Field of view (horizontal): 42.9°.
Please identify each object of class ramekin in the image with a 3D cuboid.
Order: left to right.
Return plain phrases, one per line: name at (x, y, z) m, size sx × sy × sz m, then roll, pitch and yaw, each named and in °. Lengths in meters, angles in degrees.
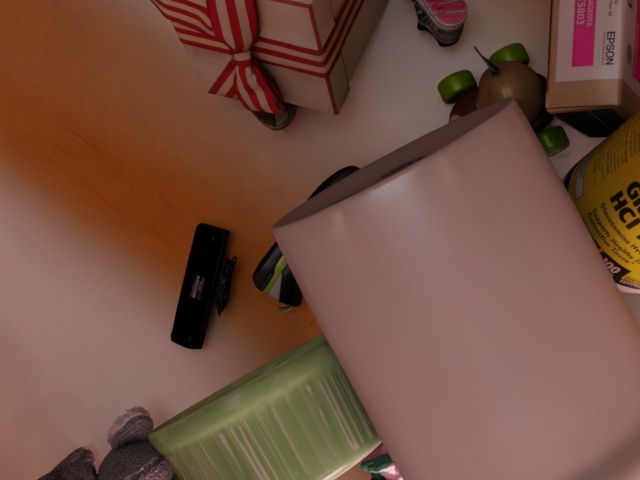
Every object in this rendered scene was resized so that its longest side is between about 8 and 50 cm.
ramekin at (-0.054, 0.240, 1.055) m, size 0.303 × 0.303 × 0.148 m, roll -30°, pitch 86°, yaw 15°

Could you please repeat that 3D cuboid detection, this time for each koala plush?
koala plush at (-0.300, 0.371, 1.196) m, size 0.221 × 0.203 × 0.196 m, roll -33°, pitch 78°, yaw 2°

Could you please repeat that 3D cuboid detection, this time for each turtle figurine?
turtle figurine at (0.104, 0.395, 1.090) m, size 0.175 × 0.118 × 0.234 m, roll -15°, pitch 91°, yaw 57°

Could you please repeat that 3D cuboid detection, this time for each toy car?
toy car at (0.224, -0.173, 1.032) m, size 0.149 × 0.188 × 0.155 m, roll -26°, pitch 80°, yaw 16°

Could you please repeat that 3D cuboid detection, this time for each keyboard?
keyboard at (-0.169, 0.075, 1.242) m, size 0.100 × 0.038 × 0.192 m, roll 16°, pitch 94°, yaw 42°

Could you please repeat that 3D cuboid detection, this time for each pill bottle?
pill bottle at (0.411, -0.076, 0.872) m, size 0.188 × 0.334 × 0.188 m, roll 5°, pitch 68°, yaw -12°

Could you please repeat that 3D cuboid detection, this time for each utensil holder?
utensil holder at (0.168, 0.080, 0.917) m, size 0.327 × 0.327 × 0.385 m, roll -26°, pitch 97°, yaw 16°

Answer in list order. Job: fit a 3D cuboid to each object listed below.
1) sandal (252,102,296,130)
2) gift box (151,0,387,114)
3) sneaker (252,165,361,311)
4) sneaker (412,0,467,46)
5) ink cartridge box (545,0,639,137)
sandal at (-0.089, -0.230, 1.217) m, size 0.072 × 0.049 × 0.180 m, roll -40°, pitch 61°, yaw 1°
gift box at (-0.074, -0.327, 1.090) m, size 0.276 × 0.255 × 0.258 m, roll 14°, pitch 67°, yaw 22°
sneaker at (0.000, 0.000, 1.172) m, size 0.097 × 0.084 × 0.235 m, roll 37°, pitch 101°, yaw -8°
sneaker at (0.150, -0.333, 1.132) m, size 0.063 × 0.075 × 0.170 m, roll -22°, pitch 58°, yaw -9°
ink cartridge box at (0.347, -0.255, 0.987) m, size 0.088 × 0.193 × 0.235 m, roll 3°, pitch 89°, yaw 32°
